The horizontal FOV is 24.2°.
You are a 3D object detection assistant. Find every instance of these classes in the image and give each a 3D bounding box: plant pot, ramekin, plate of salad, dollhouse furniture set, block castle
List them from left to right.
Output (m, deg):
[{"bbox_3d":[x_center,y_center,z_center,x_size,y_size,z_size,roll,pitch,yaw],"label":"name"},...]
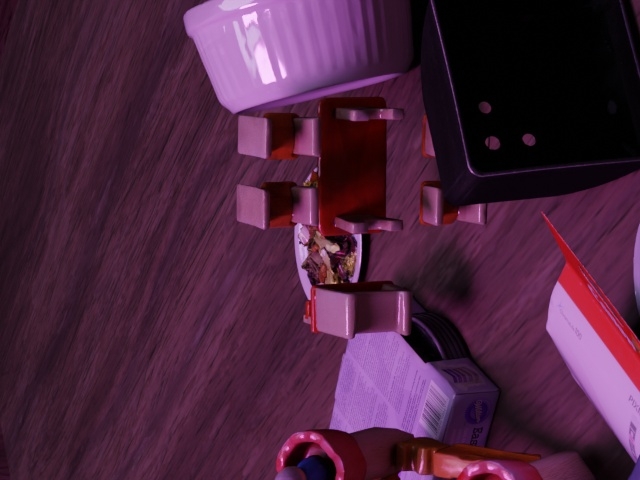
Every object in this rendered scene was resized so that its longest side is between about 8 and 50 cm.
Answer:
[{"bbox_3d":[-0.014,-0.232,1.739,0.273,0.272,0.127,-9,95,64],"label":"ramekin"},{"bbox_3d":[0.000,0.000,1.950,0.200,0.048,0.200,5,95,63],"label":"plate of salad"},{"bbox_3d":[0.035,-0.028,1.639,0.135,0.262,0.259,-164,74,-66],"label":"dollhouse furniture set"},{"bbox_3d":[0.104,0.416,1.454,0.303,0.212,0.453,4,96,39],"label":"block castle"},{"bbox_3d":[0.187,-0.124,1.422,0.167,0.188,0.188,121,140,-66],"label":"plant pot"}]

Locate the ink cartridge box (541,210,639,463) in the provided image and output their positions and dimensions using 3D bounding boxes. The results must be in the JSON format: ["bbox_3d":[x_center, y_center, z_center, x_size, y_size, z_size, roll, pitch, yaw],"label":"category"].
[{"bbox_3d":[0.248,0.109,1.287,0.066,0.232,0.189,-36,45,6],"label":"ink cartridge box"}]

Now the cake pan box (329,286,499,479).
[{"bbox_3d":[0.097,0.214,1.742,0.246,0.070,0.267,45,131,52],"label":"cake pan box"}]

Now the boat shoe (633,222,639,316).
[{"bbox_3d":[0.343,0.097,1.185,0.113,0.105,0.306,-29,72,28],"label":"boat shoe"}]

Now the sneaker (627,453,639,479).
[{"bbox_3d":[0.215,0.316,1.217,0.131,0.148,0.350,-98,16,-68],"label":"sneaker"}]
